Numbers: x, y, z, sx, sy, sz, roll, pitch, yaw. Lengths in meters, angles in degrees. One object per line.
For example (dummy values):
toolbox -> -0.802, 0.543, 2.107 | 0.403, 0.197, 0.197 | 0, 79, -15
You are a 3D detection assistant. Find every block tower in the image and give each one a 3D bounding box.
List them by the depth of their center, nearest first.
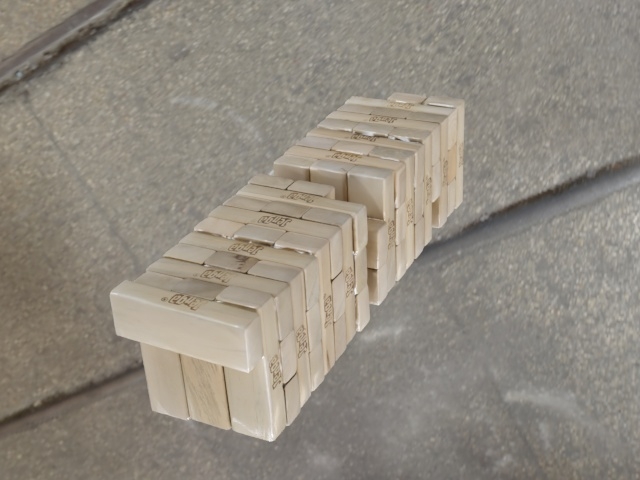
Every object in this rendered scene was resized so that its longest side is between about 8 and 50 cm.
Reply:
block tower -> 0.000, 0.000, 0.662 | 0.090, 0.335, 0.097 | 10, 120, 25
